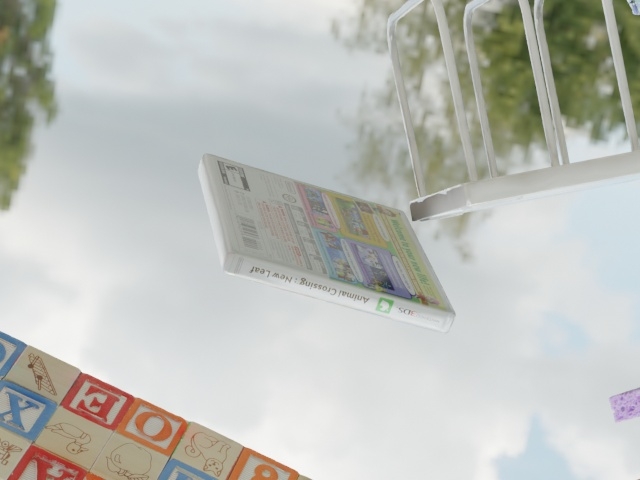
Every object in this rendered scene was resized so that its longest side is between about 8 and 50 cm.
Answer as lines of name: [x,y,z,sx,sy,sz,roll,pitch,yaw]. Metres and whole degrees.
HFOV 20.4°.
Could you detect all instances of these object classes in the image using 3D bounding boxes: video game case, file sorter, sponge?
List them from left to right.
video game case: [0.000,0.000,1.474,0.193,0.023,0.212,16,-160,-16]
file sorter: [0.211,-0.127,1.419,0.277,0.173,0.193,-10,179,-10]
sponge: [0.418,0.146,1.883,0.210,0.031,0.117,-13,172,-33]

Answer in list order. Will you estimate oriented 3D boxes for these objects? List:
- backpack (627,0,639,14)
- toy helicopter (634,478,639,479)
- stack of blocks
backpack: [0.294,-0.262,1.627,0.084,0.105,0.114,-2,158,24]
toy helicopter: [0.354,0.174,1.520,0.235,0.355,0.140,-13,178,12]
stack of blocks: [-0.146,0.191,1.195,0.297,0.087,0.171,25,-144,3]
